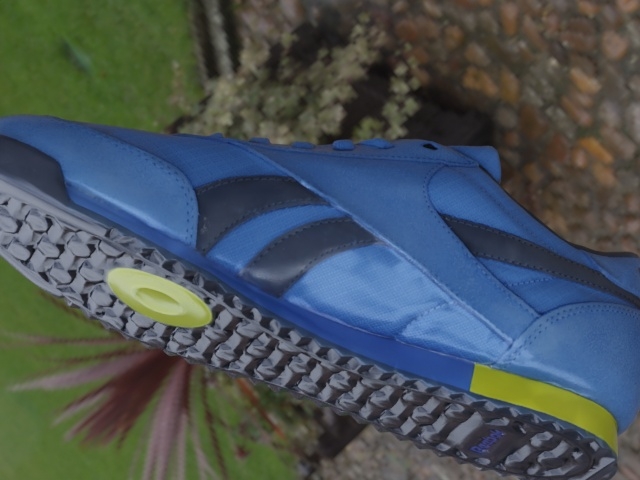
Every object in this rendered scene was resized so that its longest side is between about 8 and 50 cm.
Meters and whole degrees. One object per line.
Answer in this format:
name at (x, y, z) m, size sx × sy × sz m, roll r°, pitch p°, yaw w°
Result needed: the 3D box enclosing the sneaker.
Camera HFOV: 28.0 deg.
sneaker at (0.000, 0.000, 0.374) m, size 0.209 × 0.082 × 0.069 m, roll 21°, pitch 155°, yaw -8°
